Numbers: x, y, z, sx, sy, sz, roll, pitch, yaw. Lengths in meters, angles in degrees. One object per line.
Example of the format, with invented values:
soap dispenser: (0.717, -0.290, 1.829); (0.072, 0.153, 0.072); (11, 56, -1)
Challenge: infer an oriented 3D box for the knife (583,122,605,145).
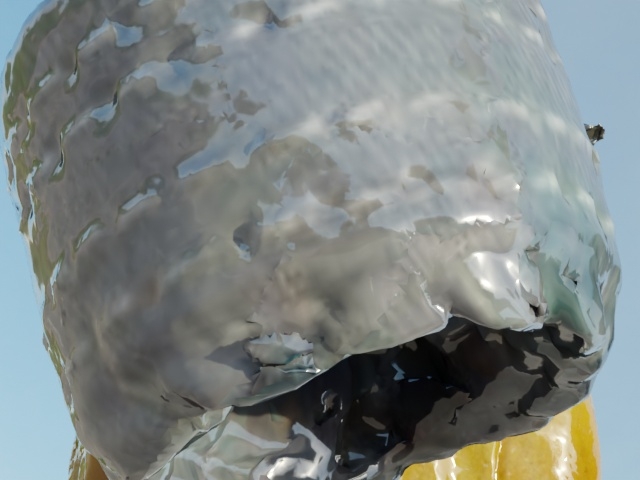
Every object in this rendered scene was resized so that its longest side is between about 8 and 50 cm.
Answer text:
knife: (0.154, -0.072, 0.954); (0.121, 0.031, 0.018); (-11, 5, -2)

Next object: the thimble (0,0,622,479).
thimble: (0.000, 0.000, 0.462); (0.205, 0.172, 0.236); (-16, -22, -1)

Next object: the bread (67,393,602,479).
bread: (0.011, 0.122, 0.694); (0.294, 0.166, 0.132); (13, -18, -17)
